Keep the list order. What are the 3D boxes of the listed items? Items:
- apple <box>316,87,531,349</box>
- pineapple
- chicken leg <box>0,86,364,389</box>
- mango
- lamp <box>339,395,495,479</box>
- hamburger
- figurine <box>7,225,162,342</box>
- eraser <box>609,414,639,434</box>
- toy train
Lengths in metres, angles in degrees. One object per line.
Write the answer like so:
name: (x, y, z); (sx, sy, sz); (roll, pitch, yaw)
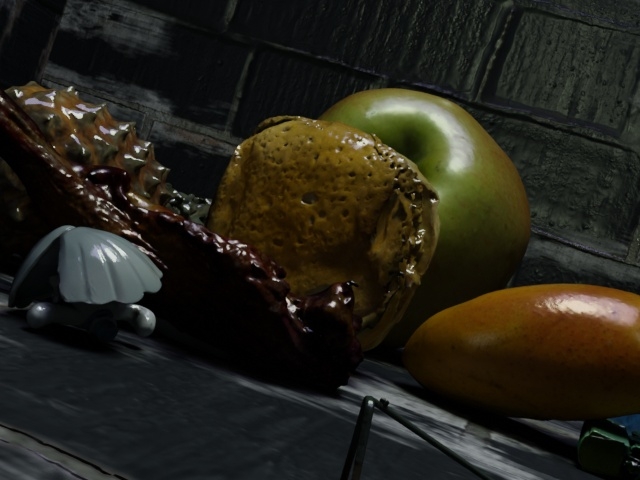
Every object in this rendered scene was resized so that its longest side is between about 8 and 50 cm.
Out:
apple: (0.090, -0.035, 1.083); (0.338, 0.338, 0.305); (19, -13, 21)
pineapple: (-0.203, -0.041, 0.856); (0.175, 0.175, 0.361); (19, 1, 25)
chicken leg: (-0.141, -0.004, 0.644); (0.407, 0.096, 0.158); (38, -27, -14)
mango: (0.200, 0.107, 0.801); (0.252, 0.126, 0.154); (-3, -15, 22)
lamp: (0.069, 0.113, 0.379); (0.121, 0.054, 0.041); (19, 0, -1)
hamburger: (0.000, 0.000, 0.817); (0.244, 0.244, 0.163); (19, -3, 27)
figurine: (-0.156, 0.034, 0.563); (0.086, 0.082, 0.094); (35, 29, 14)
eraser: (0.522, 0.269, 1.091); (0.312, 0.042, 0.144); (19, 1, -4)
toy train: (0.265, 0.187, 0.754); (0.071, 0.038, 0.148); (16, 0, 19)
